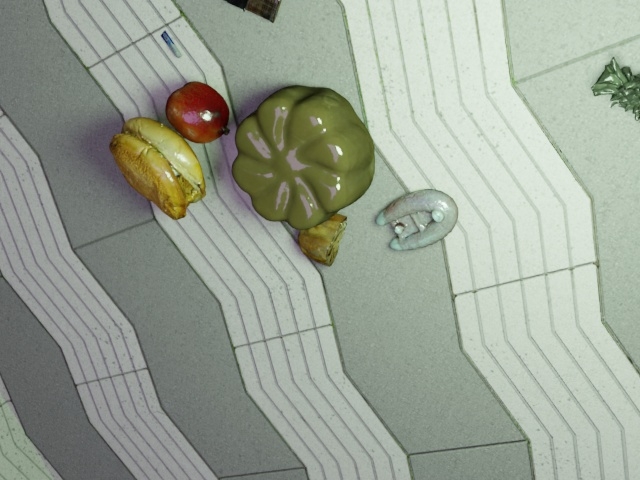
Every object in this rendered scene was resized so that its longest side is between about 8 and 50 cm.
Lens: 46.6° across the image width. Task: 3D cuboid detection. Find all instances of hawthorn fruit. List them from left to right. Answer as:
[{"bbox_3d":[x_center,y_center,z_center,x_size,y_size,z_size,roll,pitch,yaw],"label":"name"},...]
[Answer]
[{"bbox_3d":[-0.331,-0.343,2.050,0.188,0.169,0.169,45,125,13],"label":"hawthorn fruit"}]

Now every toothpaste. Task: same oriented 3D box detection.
[{"bbox_3d":[-0.418,-0.550,2.085,0.024,0.015,0.083,-37,90,35],"label":"toothpaste"}]

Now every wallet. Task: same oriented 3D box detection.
[{"bbox_3d":[-0.201,-0.660,1.914,0.230,0.042,0.124,26,120,9],"label":"wallet"}]

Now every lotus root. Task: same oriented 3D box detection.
[{"bbox_3d":[-0.002,-0.002,2.115,0.135,0.095,0.159,14,113,23],"label":"lotus root"}]

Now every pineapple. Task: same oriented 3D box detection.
[{"bbox_3d":[0.715,-0.298,1.625,0.248,0.128,0.128,36,124,10],"label":"pineapple"}]

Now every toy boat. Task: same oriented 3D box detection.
[{"bbox_3d":[0.258,-0.050,1.973,0.227,0.085,0.155,-22,102,32],"label":"toy boat"}]

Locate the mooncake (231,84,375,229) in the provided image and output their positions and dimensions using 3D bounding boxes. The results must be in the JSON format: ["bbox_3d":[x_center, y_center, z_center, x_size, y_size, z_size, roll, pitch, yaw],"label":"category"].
[{"bbox_3d":[-0.055,-0.217,1.968,0.378,0.201,0.378,10,117,20],"label":"mooncake"}]

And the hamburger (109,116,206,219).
[{"bbox_3d":[-0.469,-0.212,2.140,0.314,0.170,0.290,37,154,12],"label":"hamburger"}]
